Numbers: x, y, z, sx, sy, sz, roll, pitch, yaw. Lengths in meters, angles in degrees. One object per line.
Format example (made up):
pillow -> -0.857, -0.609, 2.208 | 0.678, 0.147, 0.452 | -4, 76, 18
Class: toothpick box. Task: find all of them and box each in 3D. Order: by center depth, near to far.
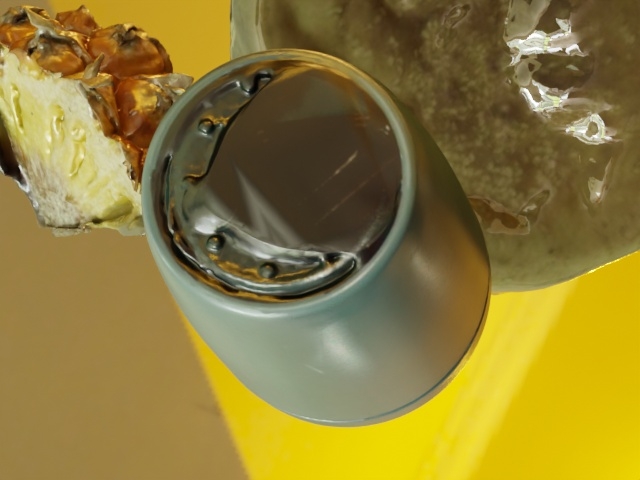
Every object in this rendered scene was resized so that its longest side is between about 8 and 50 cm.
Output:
toothpick box -> 0.000, 0.000, 0.682 | 0.184, 0.120, 0.120 | 58, -125, -73

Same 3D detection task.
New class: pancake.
pancake -> 0.096, -0.105, 0.926 | 0.049, 0.294, 0.295 | -107, 26, -70

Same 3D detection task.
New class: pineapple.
pineapple -> -0.167, -0.082, 1.350 | 0.114, 0.236, 0.186 | -31, -30, -42
